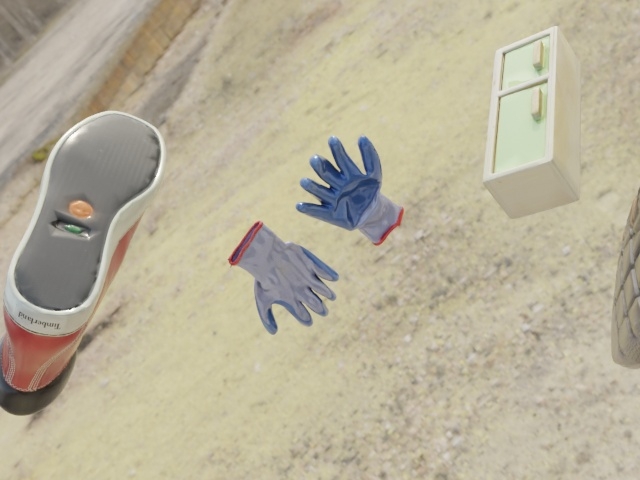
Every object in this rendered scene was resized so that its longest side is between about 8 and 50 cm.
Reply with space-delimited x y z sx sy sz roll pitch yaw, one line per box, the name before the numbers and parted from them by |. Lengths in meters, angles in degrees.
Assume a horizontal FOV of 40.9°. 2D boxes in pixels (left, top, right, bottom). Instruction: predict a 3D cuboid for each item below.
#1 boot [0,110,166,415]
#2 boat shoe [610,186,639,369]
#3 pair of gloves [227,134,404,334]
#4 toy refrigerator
boot | -0.206 0.017 0.717 0.244 0.088 0.176 -77 13 -44
boat shoe | 0.241 -0.003 0.447 0.324 0.116 0.123 93 -169 -66
pair of gloves | 0.000 0.000 0.806 0.023 0.159 0.198 35 85 41
toy refrigerator | 0.297 -0.171 1.199 0.102 0.094 0.270 -17 44 35
